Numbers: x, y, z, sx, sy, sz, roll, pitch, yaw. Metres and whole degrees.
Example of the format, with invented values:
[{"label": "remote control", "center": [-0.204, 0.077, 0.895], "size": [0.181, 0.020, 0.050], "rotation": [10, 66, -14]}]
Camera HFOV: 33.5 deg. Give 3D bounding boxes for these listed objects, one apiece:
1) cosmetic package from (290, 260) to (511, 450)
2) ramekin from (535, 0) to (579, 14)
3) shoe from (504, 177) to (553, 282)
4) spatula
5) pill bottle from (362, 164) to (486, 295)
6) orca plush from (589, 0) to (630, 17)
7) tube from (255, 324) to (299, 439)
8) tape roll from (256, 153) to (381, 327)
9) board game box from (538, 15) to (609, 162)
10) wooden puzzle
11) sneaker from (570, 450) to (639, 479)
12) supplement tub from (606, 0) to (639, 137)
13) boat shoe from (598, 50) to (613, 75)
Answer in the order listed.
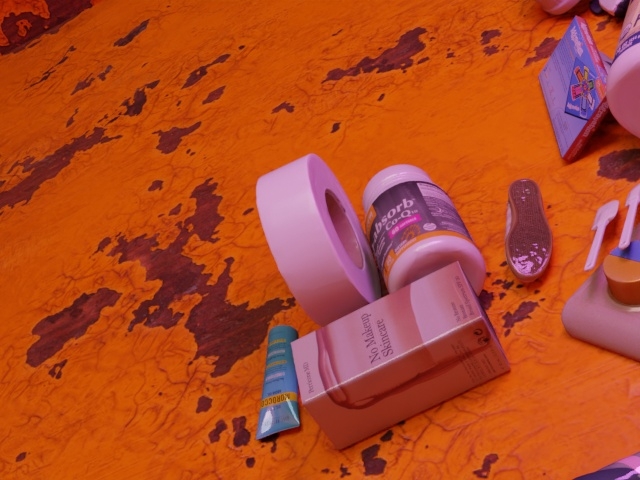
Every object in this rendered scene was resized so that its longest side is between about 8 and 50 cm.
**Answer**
[{"label": "cosmetic package", "center": [0.118, 0.175, 1.625], "size": [0.296, 0.129, 0.153], "rotation": [-28, 36, 8]}, {"label": "ramekin", "center": [0.493, -0.581, 2.197], "size": [0.207, 0.109, 0.207], "rotation": [-54, 18, 27]}, {"label": "shoe", "center": [0.341, -0.009, 1.748], "size": [0.076, 0.058, 0.219], "rotation": [0, 46, 10]}, {"label": "spatula", "center": [0.469, -0.043, 1.602], "size": [0.168, 0.019, 0.242], "rotation": [-34, 9, 32]}, {"label": "pill bottle", "center": [0.163, -0.004, 1.782], "size": [0.162, 0.162, 0.278], "rotation": [-29, 34, 6]}, {"label": "orca plush", "center": [0.617, -0.528, 2.165], "size": [0.287, 0.102, 0.151], "rotation": [-98, 24, -64]}, {"label": "tube", "center": [-0.066, 0.236, 1.777], "size": [0.080, 0.052, 0.207], "rotation": [-25, 40, 24]}, {"label": "tape roll", "center": [0.000, 0.000, 1.802], "size": [0.100, 0.286, 0.286], "rotation": [-25, 35, 13]}, {"label": "board game box", "center": [0.460, -0.278, 1.926], "size": [0.281, 0.027, 0.145], "rotation": [-89, 21, -50]}, {"label": "wooden puzzle", "center": [0.550, 0.028, 1.503], "size": [0.348, 0.080, 0.322], "rotation": [-47, 37, -19]}, {"label": "sneaker", "center": [0.424, 0.288, 1.285], "size": [0.319, 0.112, 0.131], "rotation": [-16, 21, 19]}, {"label": "supplement tub", "center": [0.611, -0.333, 1.753], "size": [0.228, 0.228, 0.316], "rotation": [-4, 48, 36]}, {"label": "boat shoe", "center": [0.519, -0.277, 1.920], "size": [0.219, 0.078, 0.070], "rotation": [-102, 32, -60]}]
